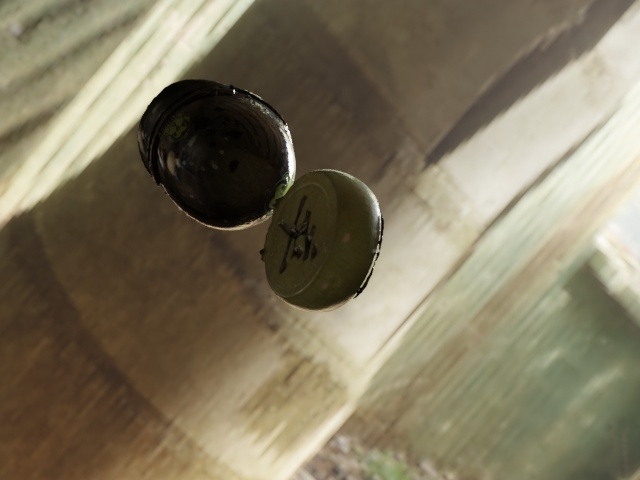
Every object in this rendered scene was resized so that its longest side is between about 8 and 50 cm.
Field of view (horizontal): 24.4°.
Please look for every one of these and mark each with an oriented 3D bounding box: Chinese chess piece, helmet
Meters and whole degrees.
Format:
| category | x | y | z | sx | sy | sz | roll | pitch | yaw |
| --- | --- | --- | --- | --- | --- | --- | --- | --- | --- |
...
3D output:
| category | x | y | z | sx | sy | sz | roll | pitch | yaw |
| --- | --- | --- | --- | --- | --- | --- | --- | --- | --- |
| Chinese chess piece | 0.000 | 0.000 | 1.932 | 0.083 | 0.188 | 0.188 | 18 | 15 | -29 |
| helmet | -0.159 | -0.129 | 2.424 | 0.279 | 0.230 | 0.160 | 37 | 9 | -25 |
